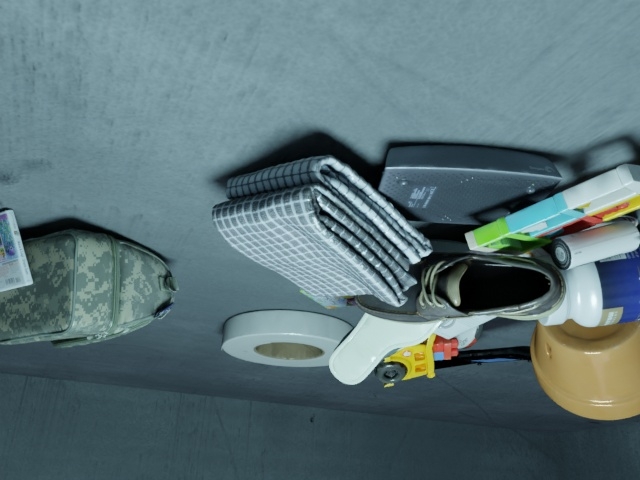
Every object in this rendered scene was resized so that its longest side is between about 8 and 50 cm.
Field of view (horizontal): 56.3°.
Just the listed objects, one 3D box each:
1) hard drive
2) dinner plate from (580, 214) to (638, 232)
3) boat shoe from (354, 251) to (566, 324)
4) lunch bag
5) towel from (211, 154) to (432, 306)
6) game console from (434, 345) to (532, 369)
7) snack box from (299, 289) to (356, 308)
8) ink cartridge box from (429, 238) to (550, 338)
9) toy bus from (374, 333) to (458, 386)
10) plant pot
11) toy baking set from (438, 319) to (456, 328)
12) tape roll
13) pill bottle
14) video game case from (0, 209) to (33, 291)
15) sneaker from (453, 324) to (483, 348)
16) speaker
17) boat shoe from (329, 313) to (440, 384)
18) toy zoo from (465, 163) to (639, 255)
[{"bbox_3d":[0.210,-0.082,0.913,0.254,0.054,0.172,3,156,-3],"label":"hard drive"},{"bbox_3d":[0.481,-0.019,1.054,0.141,0.017,0.141,-5,158,-2],"label":"dinner plate"},{"bbox_3d":[0.222,0.069,1.005,0.355,0.132,0.130,-6,165,17],"label":"boat shoe"},{"bbox_3d":[-0.483,0.106,1.231,0.305,0.213,0.256,-12,168,30],"label":"lunch bag"},{"bbox_3d":[0.000,0.000,0.945,0.235,0.121,0.283,-9,141,45],"label":"towel"},{"bbox_3d":[0.380,0.306,1.542,0.213,0.044,0.361,0,167,-32],"label":"game console"},{"bbox_3d":[0.029,0.118,1.390,0.100,0.037,0.141,-9,153,27],"label":"snack box"},{"bbox_3d":[0.326,0.057,1.218,0.385,0.091,0.308,-34,139,28],"label":"ink cartridge box"},{"bbox_3d":[0.225,0.236,1.453,0.211,0.149,0.220,-7,128,8],"label":"toy bus"},{"bbox_3d":[0.582,0.201,1.270,0.290,0.291,0.203,-10,136,26],"label":"plant pot"},{"bbox_3d":[0.299,0.123,1.198,0.256,0.030,0.197,-11,145,0],"label":"toy baking set"},{"bbox_3d":[-0.092,0.293,1.744,0.392,0.072,0.392,3,156,1],"label":"tape roll"},{"bbox_3d":[0.519,0.072,1.065,0.264,0.153,0.153,-9,154,5],"label":"pill bottle"},{"bbox_3d":[-0.619,0.027,1.141,0.157,0.143,0.019,-12,-177,30],"label":"video game case"},{"bbox_3d":[0.300,0.239,1.566,0.145,0.090,0.270,7,158,-17],"label":"sneaker"},{"bbox_3d":[0.450,0.006,0.981,0.136,0.055,0.055,-14,159,-14],"label":"speaker"},{"bbox_3d":[0.139,0.167,1.189,0.116,0.099,0.319,46,121,4],"label":"boat shoe"},{"bbox_3d":[0.392,-0.046,0.912,0.293,0.030,0.192,-27,160,35],"label":"toy zoo"}]
